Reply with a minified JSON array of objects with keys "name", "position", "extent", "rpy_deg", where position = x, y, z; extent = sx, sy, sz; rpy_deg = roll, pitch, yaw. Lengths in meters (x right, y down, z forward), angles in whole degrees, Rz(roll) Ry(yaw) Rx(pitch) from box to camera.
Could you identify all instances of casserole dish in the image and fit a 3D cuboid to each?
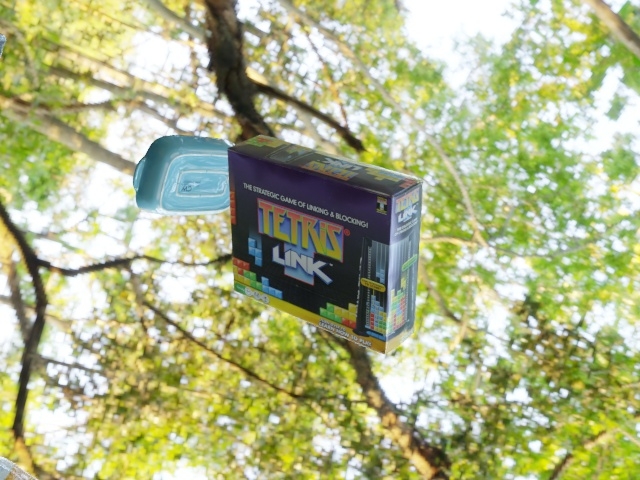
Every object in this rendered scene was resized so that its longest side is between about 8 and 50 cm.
[{"name":"casserole dish","position":[-0.171,-0.084,1.205],"extent":[0.037,0.188,0.114],"rpy_deg":[29,-70,35]}]

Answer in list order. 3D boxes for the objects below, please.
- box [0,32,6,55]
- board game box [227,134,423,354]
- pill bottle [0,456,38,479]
[{"name":"box","position":[-0.384,-0.026,0.534],"extent":[0.183,0.296,0.293],"rpy_deg":[26,-75,12]},{"name":"board game box","position":[0.000,0.000,0.736],"extent":[0.170,0.048,0.141],"rpy_deg":[19,-57,34]},{"name":"pill bottle","position":[-0.307,0.296,0.853],"extent":[0.136,0.246,0.136],"rpy_deg":[-50,-172,10]}]
